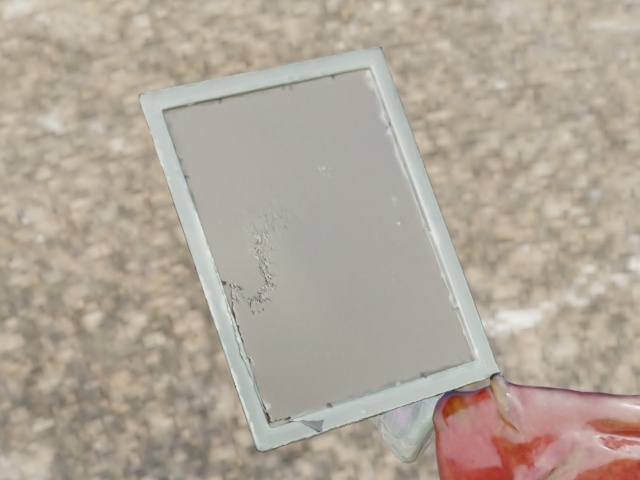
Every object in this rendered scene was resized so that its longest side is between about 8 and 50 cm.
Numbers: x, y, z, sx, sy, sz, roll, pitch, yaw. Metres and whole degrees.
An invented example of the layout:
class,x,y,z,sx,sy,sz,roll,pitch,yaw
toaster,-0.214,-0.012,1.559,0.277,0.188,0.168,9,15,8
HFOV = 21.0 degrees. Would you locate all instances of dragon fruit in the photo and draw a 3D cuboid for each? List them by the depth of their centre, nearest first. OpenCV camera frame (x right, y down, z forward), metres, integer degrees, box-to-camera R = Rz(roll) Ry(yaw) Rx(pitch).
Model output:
class,x,y,z,sx,sy,sz,roll,pitch,yaw
dragon fruit,0.267,0.235,1.347,0.329,0.286,0.228,-3,71,21

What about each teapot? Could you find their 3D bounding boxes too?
class,x,y,z,sx,sy,sz,roll,pitch,yaw
teapot,0.068,0.148,1.446,0.064,0.083,0.064,35,80,14

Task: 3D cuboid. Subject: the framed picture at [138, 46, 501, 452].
class,x,y,z,sx,sy,sz,roll,pitch,yaw
framed picture,0.000,0.000,1.270,0.216,0.273,0.016,-14,-10,-30
